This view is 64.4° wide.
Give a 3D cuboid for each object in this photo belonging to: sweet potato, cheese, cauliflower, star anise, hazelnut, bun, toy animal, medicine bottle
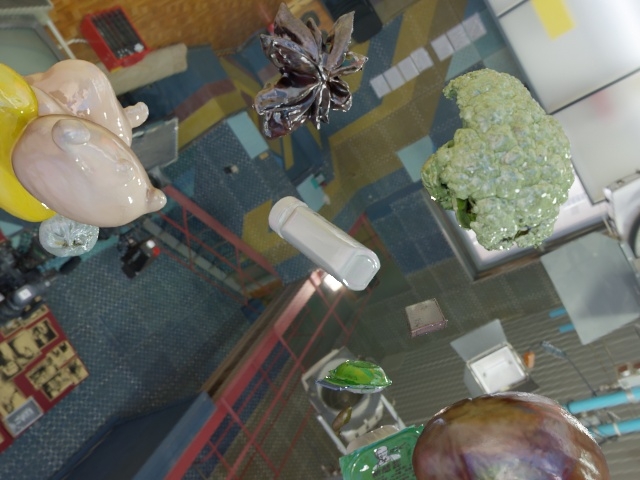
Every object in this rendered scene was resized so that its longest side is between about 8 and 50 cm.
[{"bbox_3d":[0.058,0.516,1.442,0.038,0.041,0.153,-51,162,-50],"label":"sweet potato"},{"bbox_3d":[0.102,0.437,1.601,0.204,0.083,0.321,7,-179,35],"label":"cheese"},{"bbox_3d":[0.280,-0.124,0.859,0.250,0.272,0.275,-17,-139,60],"label":"cauliflower"},{"bbox_3d":[-0.019,-0.282,0.863,0.283,0.212,0.129,-34,-134,-28],"label":"star anise"},{"bbox_3d":[0.221,0.264,0.613,0.212,0.180,0.181,-35,171,31],"label":"hazelnut"},{"bbox_3d":[-0.622,-0.013,1.268,0.141,0.083,0.140,-29,145,-23],"label":"bun"},{"bbox_3d":[-0.396,-0.184,0.795,0.346,0.277,0.246,7,-134,26],"label":"toy animal"},{"bbox_3d":[0.000,0.000,1.246,0.296,0.161,0.111,35,-90,39],"label":"medicine bottle"}]

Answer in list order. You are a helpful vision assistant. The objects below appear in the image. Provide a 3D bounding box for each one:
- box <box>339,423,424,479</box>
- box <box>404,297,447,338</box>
[{"bbox_3d":[0.173,0.671,1.458,0.264,0.336,0.106,-16,-159,-19],"label":"box"},{"bbox_3d":[0.229,0.172,1.125,0.085,0.063,0.060,-19,155,1],"label":"box"}]
